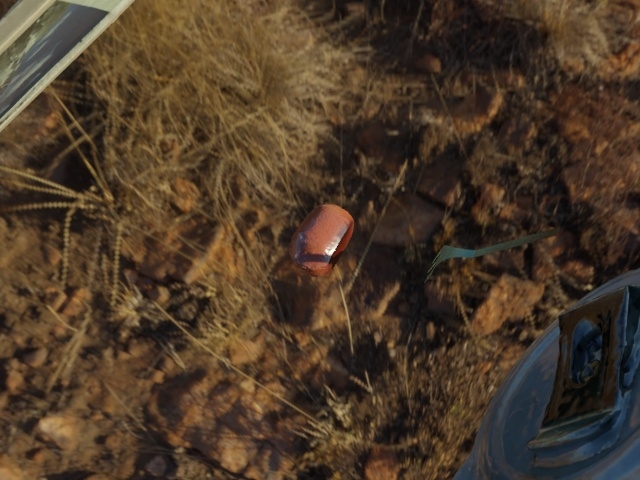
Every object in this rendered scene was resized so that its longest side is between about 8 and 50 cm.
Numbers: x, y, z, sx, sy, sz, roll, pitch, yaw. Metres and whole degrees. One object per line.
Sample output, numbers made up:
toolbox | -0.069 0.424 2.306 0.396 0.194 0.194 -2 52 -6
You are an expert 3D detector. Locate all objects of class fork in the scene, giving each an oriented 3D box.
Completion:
fork | 0.169 0.007 1.064 0.021 0.235 0.039 30 67 -17

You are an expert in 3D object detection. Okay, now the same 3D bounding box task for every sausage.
sausage | 0.000 0.000 1.167 0.054 0.059 0.094 23 59 16

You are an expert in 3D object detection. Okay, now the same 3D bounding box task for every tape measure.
tape measure | 0.169 0.046 0.327 0.084 0.330 0.164 38 48 -18

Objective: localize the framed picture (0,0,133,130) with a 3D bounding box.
framed picture | -0.252 -0.112 0.763 0.281 0.209 0.019 -42 96 9
